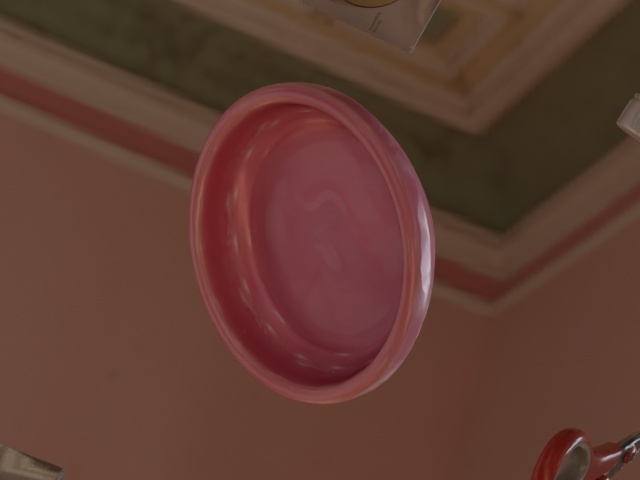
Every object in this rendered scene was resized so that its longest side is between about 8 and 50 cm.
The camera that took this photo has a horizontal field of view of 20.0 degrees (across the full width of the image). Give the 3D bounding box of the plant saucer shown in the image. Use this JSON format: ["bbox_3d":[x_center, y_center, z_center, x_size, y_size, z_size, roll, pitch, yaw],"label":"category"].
[{"bbox_3d":[0.000,0.000,1.870,0.084,0.332,0.332,-12,0,-44],"label":"plant saucer"}]

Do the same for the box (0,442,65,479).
[{"bbox_3d":[-0.300,0.183,1.127,0.231,0.183,0.056,25,-9,-9],"label":"box"}]

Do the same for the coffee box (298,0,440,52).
[{"bbox_3d":[0.088,-0.365,1.834,0.168,0.119,0.297,25,-58,-9],"label":"coffee box"}]

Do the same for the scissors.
[{"bbox_3d":[0.209,0.168,1.323,0.021,0.109,0.297,25,17,27],"label":"scissors"}]

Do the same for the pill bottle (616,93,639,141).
[{"bbox_3d":[0.320,-0.147,1.432,0.112,0.187,0.112,33,6,-4],"label":"pill bottle"}]
